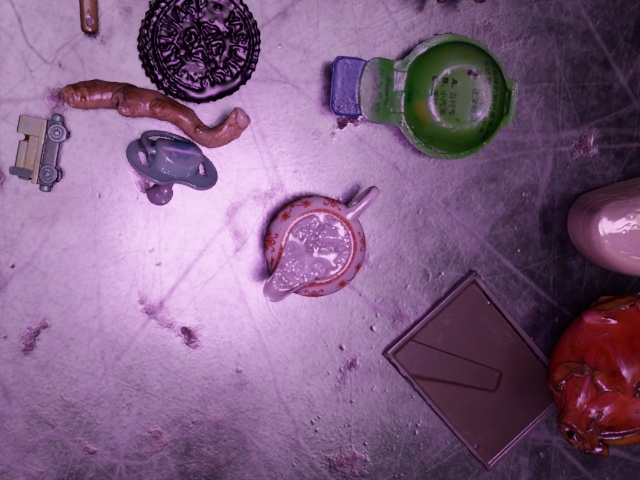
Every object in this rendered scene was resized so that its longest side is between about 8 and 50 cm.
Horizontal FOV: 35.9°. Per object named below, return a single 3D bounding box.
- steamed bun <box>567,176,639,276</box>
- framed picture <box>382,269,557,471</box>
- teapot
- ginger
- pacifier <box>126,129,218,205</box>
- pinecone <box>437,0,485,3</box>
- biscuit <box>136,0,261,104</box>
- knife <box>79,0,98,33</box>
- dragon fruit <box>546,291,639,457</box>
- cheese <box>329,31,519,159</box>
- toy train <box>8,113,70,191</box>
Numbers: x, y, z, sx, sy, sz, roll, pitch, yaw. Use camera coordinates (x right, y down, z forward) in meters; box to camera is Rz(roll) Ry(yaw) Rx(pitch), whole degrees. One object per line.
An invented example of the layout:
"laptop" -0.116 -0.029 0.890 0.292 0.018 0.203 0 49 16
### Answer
"steamed bun" 0.546 -0.020 1.625 0.250 0.200 0.154 -16 99 -6
"framed picture" 0.275 0.226 1.693 0.213 0.016 0.289 -42 102 -3
"teapot" 0.000 0.000 1.572 0.159 0.116 0.245 40 90 1
"ginger" -0.250 -0.198 1.498 0.288 0.089 0.075 15 105 0
"pacifier" -0.239 -0.107 1.532 0.150 0.127 0.116 0 137 -37
"pinecone" 0.203 -0.459 1.530 0.195 0.179 0.150 39 112 -25
"biscuit" -0.188 -0.305 1.532 0.194 0.053 0.194 -1 95 -11
"knife" -0.344 -0.460 1.477 0.047 0.017 0.298 -4 96 -13
"dragon fruit" 0.495 0.212 1.623 0.250 0.250 0.315 31 78 -12
"cheese" 0.170 -0.236 1.591 0.320 0.083 0.204 4 97 -13
"toy train" -0.428 -0.137 1.508 0.081 0.050 0.122 12 94 -7
